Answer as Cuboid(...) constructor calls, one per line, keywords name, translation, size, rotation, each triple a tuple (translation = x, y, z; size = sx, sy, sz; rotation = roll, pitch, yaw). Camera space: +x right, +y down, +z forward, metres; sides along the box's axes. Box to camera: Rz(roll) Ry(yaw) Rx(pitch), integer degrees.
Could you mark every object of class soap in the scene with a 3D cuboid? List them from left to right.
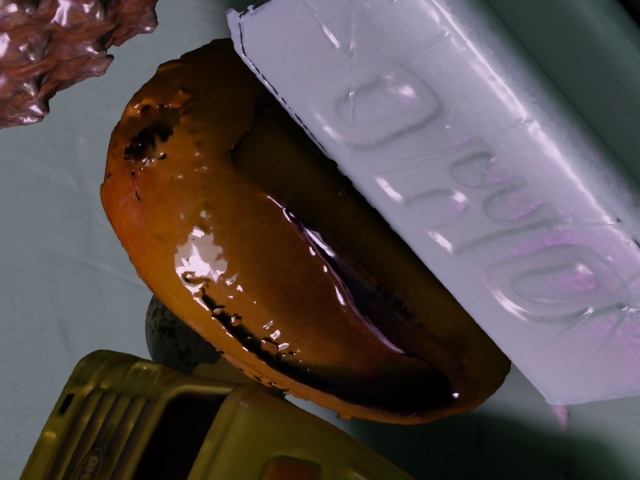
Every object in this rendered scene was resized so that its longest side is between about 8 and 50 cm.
Cuboid(name="soap", translation=(0.088, -0.044, 0.787), size=(0.261, 0.094, 0.150), rotation=(47, 144, -16))

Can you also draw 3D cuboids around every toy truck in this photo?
Cuboid(name="toy truck", translation=(0.021, 0.220, 1.020), size=(0.254, 0.180, 0.405), rotation=(-3, 148, 46))

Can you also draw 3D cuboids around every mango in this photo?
Cuboid(name="mango", translation=(0.000, 0.000, 0.890), size=(0.249, 0.156, 0.151), rotation=(34, 165, -23))

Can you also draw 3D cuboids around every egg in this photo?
Cuboid(name="egg", translation=(-0.059, 0.062, 1.072), size=(0.085, 0.085, 0.110), rotation=(0, 145, 44))

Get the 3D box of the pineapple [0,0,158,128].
Cuboid(name="pineapple", translation=(-0.107, -0.177, 0.758), size=(0.362, 0.202, 0.202), rotation=(-26, 114, 34))
